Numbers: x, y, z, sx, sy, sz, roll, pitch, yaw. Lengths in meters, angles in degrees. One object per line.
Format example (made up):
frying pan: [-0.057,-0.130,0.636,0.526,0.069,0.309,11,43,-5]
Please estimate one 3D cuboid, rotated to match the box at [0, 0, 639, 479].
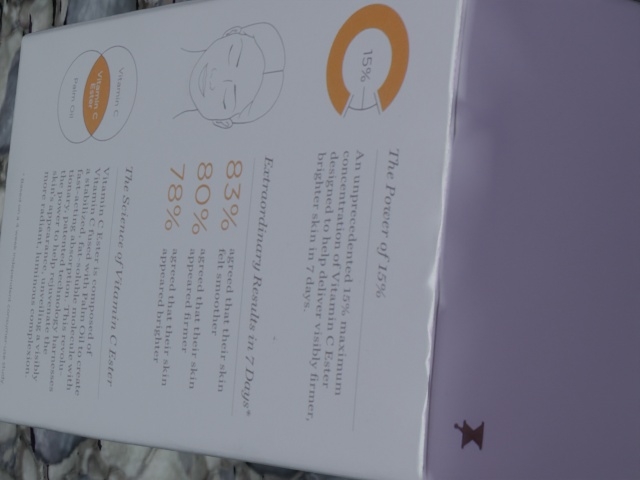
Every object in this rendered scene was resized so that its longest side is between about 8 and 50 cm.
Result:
box: [0.000,0.000,0.810,0.345,0.168,0.215,0,83,50]
